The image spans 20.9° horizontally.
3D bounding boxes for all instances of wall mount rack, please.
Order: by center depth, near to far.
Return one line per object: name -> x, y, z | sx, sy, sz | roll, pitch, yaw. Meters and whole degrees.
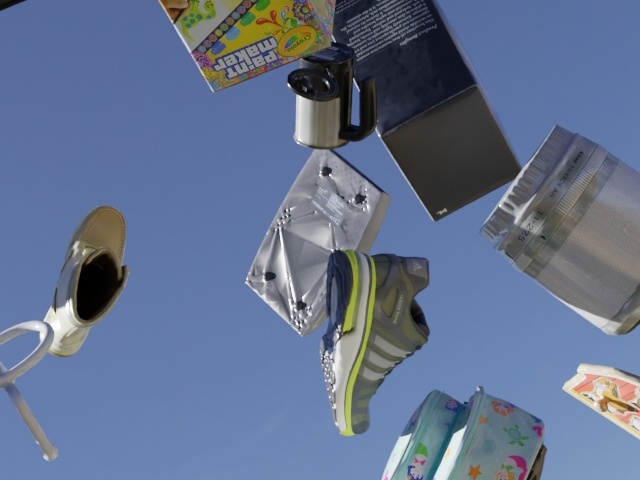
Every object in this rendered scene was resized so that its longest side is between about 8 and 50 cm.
wall mount rack -> -0.442, 0.219, 1.983 | 0.350, 0.130, 0.304 | -32, 24, -11

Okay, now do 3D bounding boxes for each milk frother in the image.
milk frother -> -0.004, -0.188, 2.414 | 0.143, 0.129, 0.134 | -21, -55, -35

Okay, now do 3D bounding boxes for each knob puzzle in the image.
knob puzzle -> 0.406, 0.220, 2.215 | 0.030, 0.213, 0.213 | -56, -12, -19

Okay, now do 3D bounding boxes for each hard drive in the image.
hard drive -> 0.000, 0.000, 2.613 | 0.054, 0.172, 0.254 | 11, -67, -48

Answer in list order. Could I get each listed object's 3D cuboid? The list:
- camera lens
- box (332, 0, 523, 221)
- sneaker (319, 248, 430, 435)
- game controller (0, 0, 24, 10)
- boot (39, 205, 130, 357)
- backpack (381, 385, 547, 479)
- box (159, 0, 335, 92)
camera lens -> 0.398, -0.012, 2.529 | 0.219, 0.274, 0.219 | -54, -4, -5
box -> 0.165, -0.240, 2.790 | 0.183, 0.294, 0.296 | -27, -33, 7
sneaker -> 0.068, 0.129, 2.090 | 0.121, 0.111, 0.300 | -4, -42, -9
game controller -> -0.316, -0.373, 2.053 | 0.319, 0.166, 0.067 | -17, -20, 28
boot -> -0.281, 0.032, 2.190 | 0.165, 0.077, 0.213 | -42, 26, 62
backpack -> 0.179, 0.293, 2.147 | 0.225, 0.191, 0.253 | -64, 1, -8
box -> -0.115, -0.401, 2.267 | 0.177, 0.290, 0.279 | -20, -58, 17
